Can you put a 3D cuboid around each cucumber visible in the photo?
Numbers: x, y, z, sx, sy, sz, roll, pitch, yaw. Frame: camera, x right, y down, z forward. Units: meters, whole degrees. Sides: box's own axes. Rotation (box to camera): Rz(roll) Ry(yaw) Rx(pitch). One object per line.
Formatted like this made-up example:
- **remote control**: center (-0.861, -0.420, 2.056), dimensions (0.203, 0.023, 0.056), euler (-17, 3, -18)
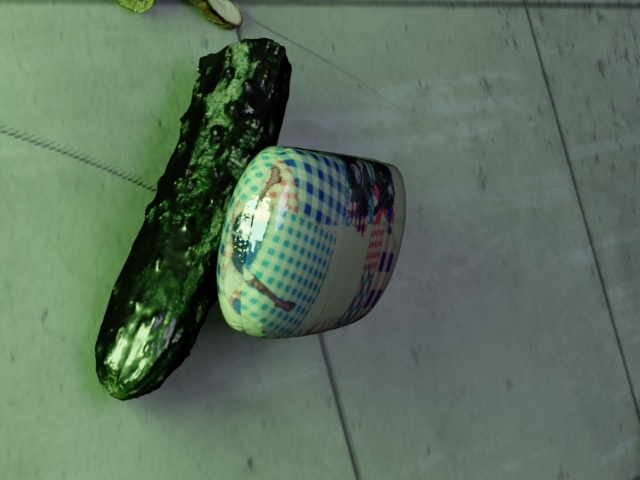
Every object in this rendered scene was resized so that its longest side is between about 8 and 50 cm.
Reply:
- **cucumber**: center (-0.083, -0.020, 1.103), dimensions (0.072, 0.081, 0.303), euler (45, 43, -33)

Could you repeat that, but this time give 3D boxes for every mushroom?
- **mushroom**: center (-0.088, -0.198, 1.219), dimensions (0.101, 0.019, 0.049), euler (54, 40, -38)

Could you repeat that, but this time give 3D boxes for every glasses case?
- **glasses case**: center (0.000, 0.000, 1.131), dimensions (0.327, 0.076, 0.125), euler (-4, 106, -74)

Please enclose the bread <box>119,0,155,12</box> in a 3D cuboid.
- **bread**: center (-0.130, -0.208, 1.155), dimensions (0.047, 0.036, 0.083), euler (45, 44, -49)
